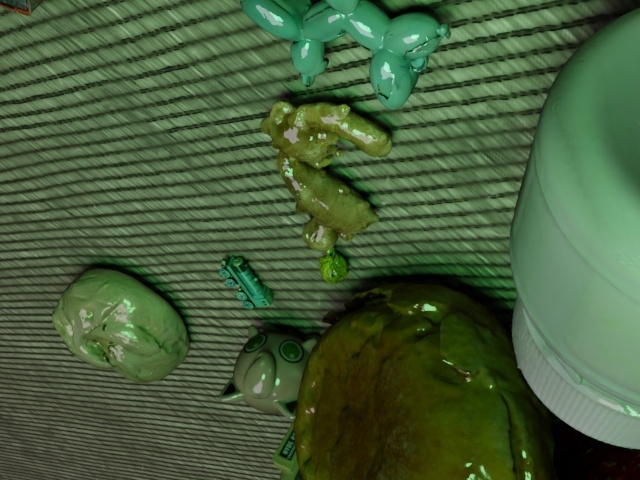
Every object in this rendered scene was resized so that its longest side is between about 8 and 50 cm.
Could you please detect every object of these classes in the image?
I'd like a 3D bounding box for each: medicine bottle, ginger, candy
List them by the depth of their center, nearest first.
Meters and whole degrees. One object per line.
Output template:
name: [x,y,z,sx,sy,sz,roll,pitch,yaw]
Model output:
medicine bottle: [0.273,0.009,0.621,0.256,0.256,0.325,16,152,14]
ginger: [0.004,-0.075,0.856,0.176,0.053,0.193,38,134,-16]
candy: [0.000,0.000,0.965,0.123,0.035,0.035,65,170,-30]

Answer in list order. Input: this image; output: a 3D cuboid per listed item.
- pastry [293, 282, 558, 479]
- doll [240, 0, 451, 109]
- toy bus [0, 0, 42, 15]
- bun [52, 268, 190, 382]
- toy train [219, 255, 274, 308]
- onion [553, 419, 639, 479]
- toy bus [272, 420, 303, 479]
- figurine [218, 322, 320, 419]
pastry: [0.104,0.218,0.923,0.163,0.356,0.356,14,158,-42]
doll: [0.028,-0.183,0.700,0.159,0.059,0.159,-10,128,37]
toy bus: [-0.277,-0.300,0.729,0.065,0.077,0.192,21,141,4]
bun: [-0.313,0.145,1.256,0.209,0.116,0.237,8,139,24]
toy train: [-0.100,0.057,1.095,0.045,0.029,0.092,-10,129,29]
onion: [0.436,0.344,0.926,0.420,0.398,0.398,-20,138,-9]
toy bus: [0.045,0.430,1.335,0.201,0.177,0.365,19,144,20]
figurine: [-0.062,0.181,1.132,0.125,0.138,0.125,17,136,17]
